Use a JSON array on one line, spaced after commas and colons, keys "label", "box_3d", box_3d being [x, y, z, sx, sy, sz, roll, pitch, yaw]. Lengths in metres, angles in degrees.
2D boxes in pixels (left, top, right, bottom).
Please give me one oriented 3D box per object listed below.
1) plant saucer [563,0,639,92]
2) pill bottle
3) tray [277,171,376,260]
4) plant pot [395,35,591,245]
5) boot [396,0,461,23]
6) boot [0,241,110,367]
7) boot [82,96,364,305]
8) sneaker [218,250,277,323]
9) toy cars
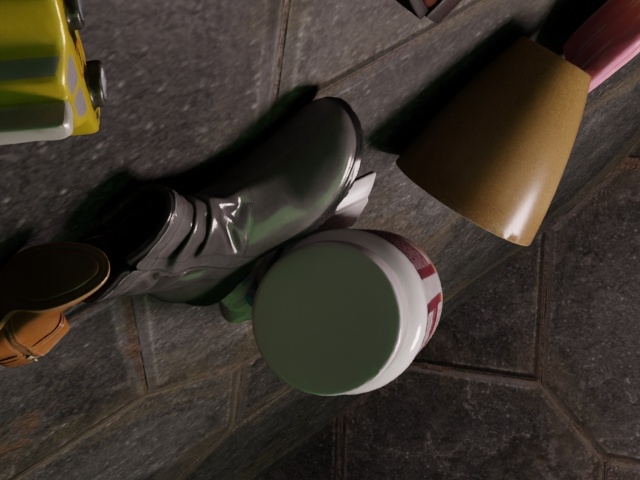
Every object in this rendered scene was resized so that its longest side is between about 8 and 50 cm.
[{"label": "plant saucer", "box_3d": [0.499, -0.353, 1.441, 0.332, 0.084, 0.332, -39, 176, -3]}, {"label": "pill bottle", "box_3d": [0.046, 0.094, 1.315, 0.224, 0.224, 0.392, -41, 172, 9]}, {"label": "tray", "box_3d": [0.000, 0.000, 1.511, 0.145, 0.030, 0.270, -26, 159, -33]}, {"label": "plant pot", "box_3d": [0.275, -0.162, 1.378, 0.254, 0.237, 0.237, -60, 157, 15]}, {"label": "boot", "box_3d": [0.154, -0.319, 0.796, 0.280, 0.096, 0.264, -50, 164, 18]}, {"label": "boot", "box_3d": [-0.296, 0.074, 0.996, 0.197, 0.072, 0.152, -20, 157, 2]}, {"label": "boot", "box_3d": [-0.111, -0.038, 1.050, 0.338, 0.118, 0.223, -48, 156, 16]}, {"label": "sneaker", "box_3d": [-0.126, 0.045, 1.292, 0.092, 0.087, 0.228, -22, 151, -25]}, {"label": "toy cars", "box_3d": [-0.131, -0.147, 0.573, 0.176, 0.087, 0.394, 14, 147, -43]}]
